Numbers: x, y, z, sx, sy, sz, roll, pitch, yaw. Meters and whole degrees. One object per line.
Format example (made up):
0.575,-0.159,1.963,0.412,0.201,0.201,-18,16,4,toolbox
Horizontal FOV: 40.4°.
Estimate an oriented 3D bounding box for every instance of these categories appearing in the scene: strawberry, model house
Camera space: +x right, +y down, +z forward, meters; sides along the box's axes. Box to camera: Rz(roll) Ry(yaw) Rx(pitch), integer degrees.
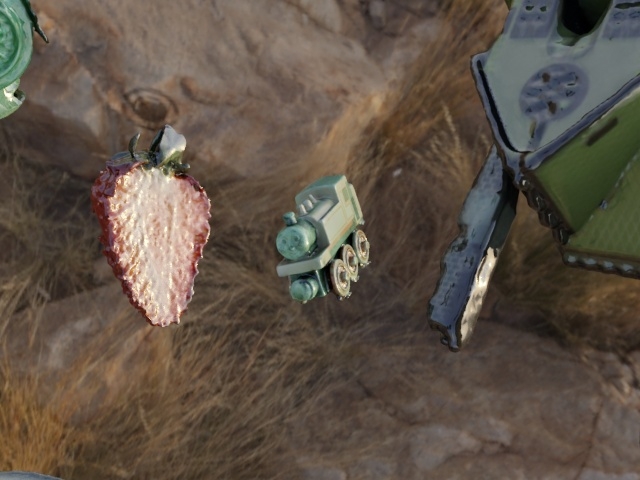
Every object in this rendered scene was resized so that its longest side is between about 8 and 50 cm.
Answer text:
-0.252,-0.023,1.245,0.188,0.106,0.286,-6,101,-47,strawberry
0.199,-0.033,0.581,0.205,0.218,0.278,42,65,-46,model house

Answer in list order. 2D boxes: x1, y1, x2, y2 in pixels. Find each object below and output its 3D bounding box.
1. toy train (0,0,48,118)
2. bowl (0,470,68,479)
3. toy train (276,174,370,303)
-0.290,-0.162,0.528,0.188,0.243,0.132,-29,41,-16,toy train
-0.326,0.419,0.875,0.337,0.157,0.337,18,39,-15,bowl
0.000,0.000,1.069,0.125,0.081,0.194,71,24,-14,toy train
